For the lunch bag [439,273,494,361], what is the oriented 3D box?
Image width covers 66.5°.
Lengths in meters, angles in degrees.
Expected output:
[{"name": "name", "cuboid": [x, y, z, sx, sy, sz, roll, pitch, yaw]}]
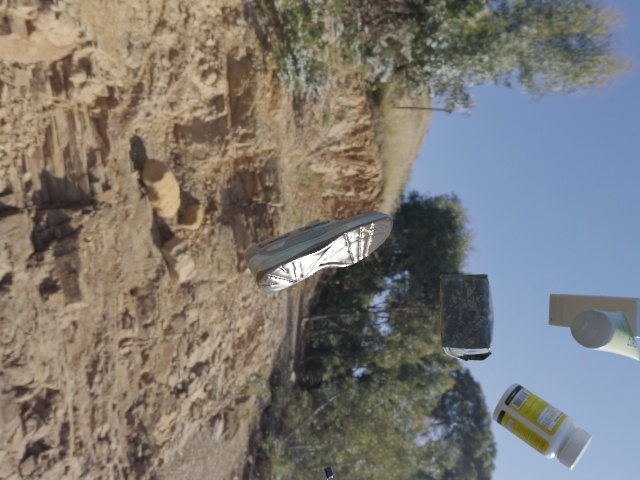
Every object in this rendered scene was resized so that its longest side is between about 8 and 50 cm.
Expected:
[{"name": "lunch bag", "cuboid": [0.472, 0.255, 1.569, 0.287, 0.169, 0.235, 45, 46, -60]}]

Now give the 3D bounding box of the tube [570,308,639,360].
[{"name": "tube", "cuboid": [0.492, 0.153, 0.821, 0.062, 0.240, 0.070, 28, -81, 45]}]

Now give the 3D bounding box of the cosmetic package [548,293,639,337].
[{"name": "cosmetic package", "cuboid": [0.836, 0.195, 1.239, 0.284, 0.378, 0.097, 172, -77, -76]}]

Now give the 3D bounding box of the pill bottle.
[{"name": "pill bottle", "cuboid": [0.561, 0.471, 1.241, 0.209, 0.119, 0.119, 32, -45, 37]}]

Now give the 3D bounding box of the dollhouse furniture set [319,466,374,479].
[{"name": "dollhouse furniture set", "cuboid": [0.073, 0.487, 0.980, 0.081, 0.114, 0.090, -47, -127, 46]}]

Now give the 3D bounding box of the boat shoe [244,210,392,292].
[{"name": "boat shoe", "cuboid": [0.000, 0.000, 0.959, 0.098, 0.303, 0.109, 54, -21, 37]}]
